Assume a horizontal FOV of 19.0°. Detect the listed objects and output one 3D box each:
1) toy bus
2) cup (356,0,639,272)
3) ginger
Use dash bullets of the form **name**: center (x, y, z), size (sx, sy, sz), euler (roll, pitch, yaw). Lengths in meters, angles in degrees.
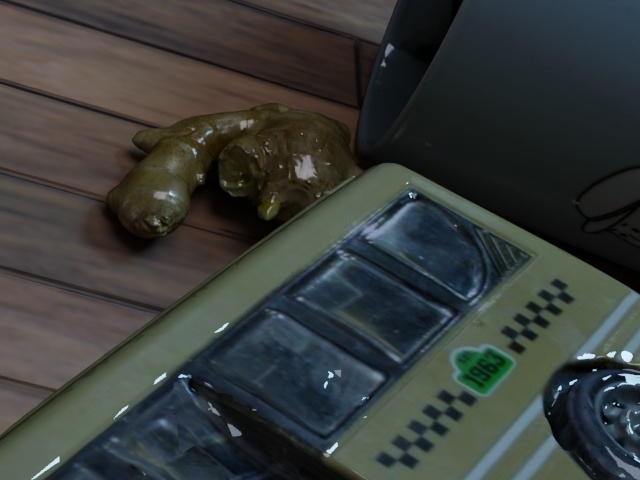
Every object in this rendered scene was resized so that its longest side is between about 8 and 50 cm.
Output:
- **toy bus**: center (-0.021, 0.125, 0.616), size (0.202, 0.177, 0.365), euler (34, 35, 13)
- **cup**: center (0.195, -0.077, 0.944), size (0.312, 0.205, 0.205), euler (23, 38, -8)
- **ginger**: center (0.000, 0.000, 0.862), size (0.193, 0.052, 0.176), euler (22, 44, -7)
